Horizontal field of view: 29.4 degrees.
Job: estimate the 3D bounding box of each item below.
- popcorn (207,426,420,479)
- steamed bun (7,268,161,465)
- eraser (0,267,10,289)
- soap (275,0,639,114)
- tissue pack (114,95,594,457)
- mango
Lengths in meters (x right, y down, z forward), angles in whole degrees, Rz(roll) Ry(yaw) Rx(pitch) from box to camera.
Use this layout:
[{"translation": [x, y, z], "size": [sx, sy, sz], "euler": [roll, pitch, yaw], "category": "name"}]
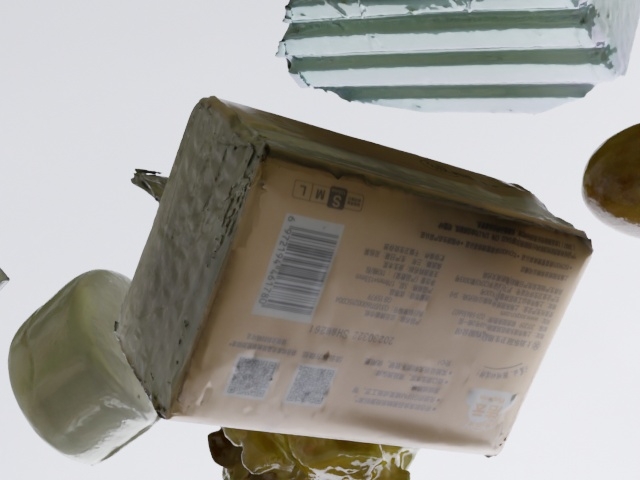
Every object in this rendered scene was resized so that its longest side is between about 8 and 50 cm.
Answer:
[{"translation": [0.005, 0.193, 1.272], "size": [0.253, 0.190, 0.191], "euler": [-14, -105, 25], "category": "popcorn"}, {"translation": [-0.278, 0.139, 1.476], "size": [0.146, 0.164, 0.242], "euler": [-38, -156, 17], "category": "steamed bun"}, {"translation": [-0.345, 0.043, 1.160], "size": [0.084, 0.063, 0.027], "euler": [-42, -176, 26], "category": "eraser"}, {"translation": [0.152, -0.277, 1.474], "size": [0.446, 0.261, 0.156], "euler": [2, -116, 33], "category": "soap"}, {"translation": [0.011, 0.022, 0.968], "size": [0.305, 0.238, 0.238], "euler": [12, -149, -31], "category": "tissue pack"}, {"translation": [0.393, -0.068, 1.300], "size": [0.227, 0.136, 0.099], "euler": [-11, -165, 9], "category": "mango"}]
